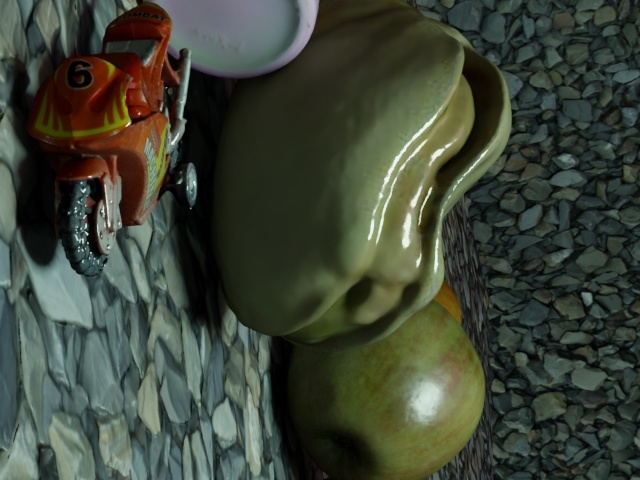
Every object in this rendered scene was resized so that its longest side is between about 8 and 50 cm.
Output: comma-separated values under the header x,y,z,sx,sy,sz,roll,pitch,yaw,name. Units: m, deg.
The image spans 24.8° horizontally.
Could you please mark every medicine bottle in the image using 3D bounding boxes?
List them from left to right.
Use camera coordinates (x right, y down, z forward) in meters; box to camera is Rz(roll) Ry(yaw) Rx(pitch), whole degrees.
x,y,z,sx,sy,sz,roll,pitch,yaw,name
-0.080,-0.323,1.546,0.290,0.178,0.178,-83,161,-47,medicine bottle

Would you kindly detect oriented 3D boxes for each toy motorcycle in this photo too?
x,y,z,sx,sy,sz,roll,pitch,yaw,name
-0.169,-0.092,1.224,0.298,0.089,0.171,-72,152,-63,toy motorcycle

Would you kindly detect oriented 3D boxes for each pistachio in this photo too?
x,y,z,sx,sy,sz,roll,pitch,yaw,name
0.037,-0.087,1.573,0.281,0.365,0.445,34,50,-32,pistachio

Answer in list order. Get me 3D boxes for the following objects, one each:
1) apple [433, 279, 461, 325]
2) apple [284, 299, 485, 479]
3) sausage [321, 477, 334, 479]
x,y,z,sx,sy,sz,roll,pitch,yaw,name
0.106,0.111,2.139,0.196,0.196,0.196,-7,90,-78,apple
0.073,0.189,1.829,0.234,0.257,0.257,-48,137,-34,apple
0.018,0.380,1.933,0.041,0.039,0.131,76,14,-60,sausage
